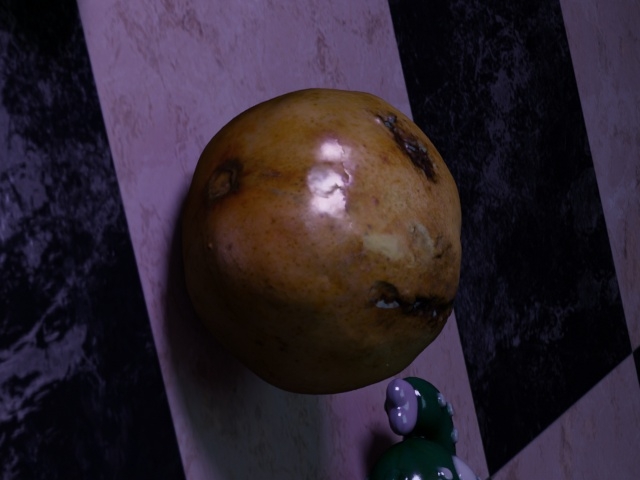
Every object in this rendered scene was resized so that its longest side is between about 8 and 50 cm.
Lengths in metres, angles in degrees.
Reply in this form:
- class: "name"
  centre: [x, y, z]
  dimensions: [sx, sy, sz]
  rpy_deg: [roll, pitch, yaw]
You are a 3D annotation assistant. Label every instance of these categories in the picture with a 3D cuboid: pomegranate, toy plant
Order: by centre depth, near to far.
- class: "pomegranate"
  centre: [0.000, 0.000, 1.566]
  dimensions: [0.260, 0.260, 0.260]
  rpy_deg: [35, 50, -56]
- class: "toy plant"
  centre: [0.105, 0.262, 1.822]
  dimensions: [0.243, 0.113, 0.232]
  rpy_deg: [62, 25, -45]
